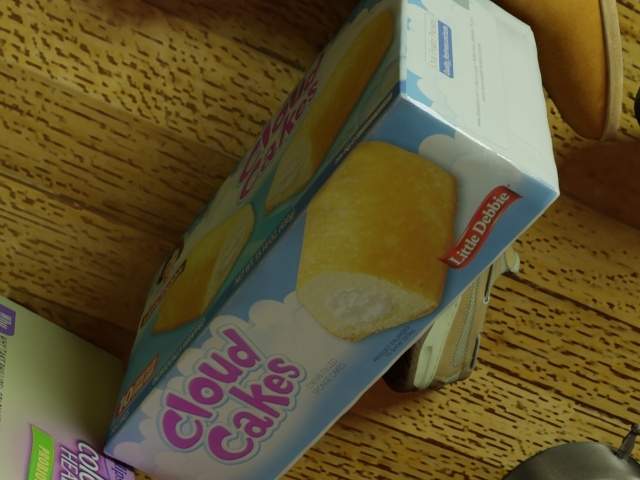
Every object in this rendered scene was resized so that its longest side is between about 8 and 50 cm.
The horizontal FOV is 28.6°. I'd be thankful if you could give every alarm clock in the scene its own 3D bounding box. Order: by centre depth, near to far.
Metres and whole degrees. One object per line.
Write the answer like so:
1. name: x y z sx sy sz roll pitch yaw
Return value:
1. alarm clock: 0.162 0.217 0.854 0.192 0.064 0.129 -33 113 5

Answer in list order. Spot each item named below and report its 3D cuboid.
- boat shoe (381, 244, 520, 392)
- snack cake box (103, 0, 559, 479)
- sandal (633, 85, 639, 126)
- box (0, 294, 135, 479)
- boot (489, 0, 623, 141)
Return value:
1. boat shoe: 0.088 0.005 0.762 0.072 0.068 0.190 1 120 -25
2. snack cake box: 0.000 0.000 0.643 0.089 0.152 0.264 29 123 -18
3. sandal: 0.328 -0.078 0.762 0.302 0.120 0.086 4 82 -15
4. box: -0.228 0.098 0.644 0.243 0.213 0.117 31 101 -21
5. boot: 0.033 -0.162 0.672 0.211 0.104 0.295 -19 110 2
